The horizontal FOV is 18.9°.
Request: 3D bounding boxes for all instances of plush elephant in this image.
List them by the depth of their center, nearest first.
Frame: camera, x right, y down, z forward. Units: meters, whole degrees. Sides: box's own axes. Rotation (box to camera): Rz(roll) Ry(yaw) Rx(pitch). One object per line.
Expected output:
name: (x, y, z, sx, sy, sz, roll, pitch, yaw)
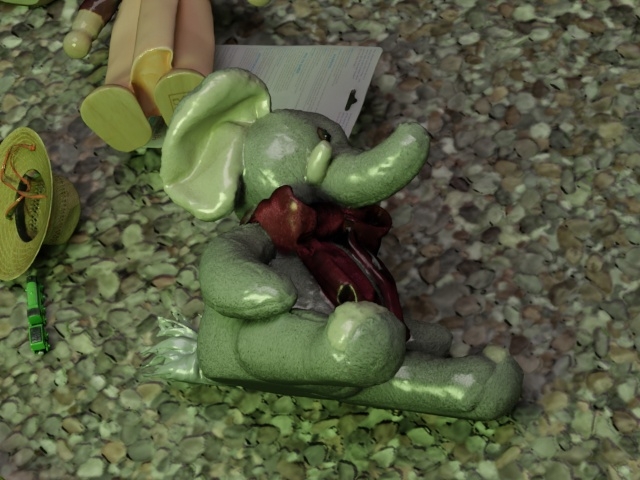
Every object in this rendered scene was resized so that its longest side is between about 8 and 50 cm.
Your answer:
plush elephant: (0.000, 0.000, 1.593, 0.330, 0.272, 0.255, 1, 78, 39)

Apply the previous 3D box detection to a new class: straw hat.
straw hat: (-0.256, -0.031, 1.783, 0.061, 0.144, 0.144, 10, 43, -37)

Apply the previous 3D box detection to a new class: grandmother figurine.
grandmother figurine: (-0.148, -0.231, 1.852, 0.208, 0.104, 0.342, -5, 42, 0)

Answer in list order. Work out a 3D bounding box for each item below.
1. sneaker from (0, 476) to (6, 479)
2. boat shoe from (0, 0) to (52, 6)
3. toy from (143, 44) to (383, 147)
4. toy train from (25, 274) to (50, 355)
sneaker: (-0.277, 0.251, 1.585, 0.275, 0.107, 0.110, 28, 83, 31)
boat shoe: (-0.388, -0.308, 1.986, 0.257, 0.095, 0.095, 4, 56, 13)
toy: (-0.065, -0.123, 1.820, 0.237, 0.056, 0.137, 6, 53, 21)
toy train: (-0.258, 0.066, 1.741, 0.017, 0.023, 0.083, -13, 54, 1)
